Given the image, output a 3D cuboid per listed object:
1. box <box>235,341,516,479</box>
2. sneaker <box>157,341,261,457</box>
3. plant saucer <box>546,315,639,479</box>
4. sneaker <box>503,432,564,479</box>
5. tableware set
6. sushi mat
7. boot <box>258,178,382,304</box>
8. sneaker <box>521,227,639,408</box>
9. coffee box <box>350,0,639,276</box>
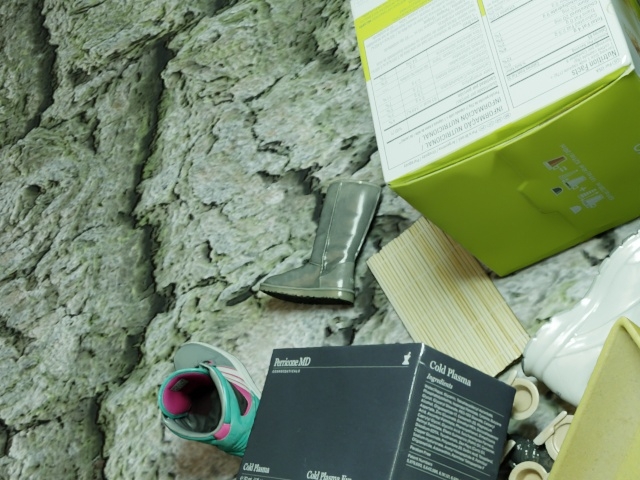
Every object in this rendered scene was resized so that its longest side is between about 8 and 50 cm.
[{"bbox_3d":[0.053,0.313,1.403,0.343,0.179,0.312,-9,60,54],"label":"box"},{"bbox_3d":[-0.198,0.242,1.702,0.124,0.178,0.295,-54,46,2],"label":"sneaker"},{"bbox_3d":[0.364,0.305,1.113,0.332,0.081,0.333,-108,26,-54],"label":"plant saucer"},{"bbox_3d":[0.295,0.284,1.378,0.089,0.051,0.170,-45,52,11],"label":"sneaker"},{"bbox_3d":[0.264,0.261,1.361,0.169,0.020,0.141,36,95,38],"label":"tableware set"},{"bbox_3d":[0.188,0.090,1.584,0.151,0.019,0.316,-42,48,15],"label":"sushi mat"},{"bbox_3d":[0.000,0.001,1.743,0.190,0.076,0.208,2,75,24],"label":"boot"},{"bbox_3d":[0.400,0.096,1.372,0.129,0.111,0.297,44,102,28],"label":"sneaker"},{"bbox_3d":[0.286,-0.205,1.440,0.338,0.338,0.334,-26,54,25],"label":"coffee box"}]
